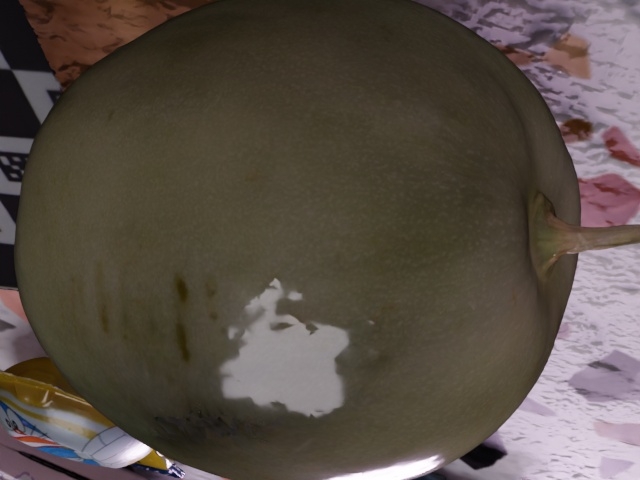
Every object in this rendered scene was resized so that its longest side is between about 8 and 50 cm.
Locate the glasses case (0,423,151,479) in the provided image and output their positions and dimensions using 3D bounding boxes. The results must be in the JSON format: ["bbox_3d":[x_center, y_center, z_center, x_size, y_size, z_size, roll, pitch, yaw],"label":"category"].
[{"bbox_3d":[-0.246,0.255,1.234,0.296,0.075,0.113,25,148,-12],"label":"glasses case"}]

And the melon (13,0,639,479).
[{"bbox_3d":[-0.012,0.001,0.624,0.271,0.272,0.308,37,148,-25],"label":"melon"}]

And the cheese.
[{"bbox_3d":[-0.200,0.165,1.094,0.176,0.069,0.270,10,159,21],"label":"cheese"}]

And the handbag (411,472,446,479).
[{"bbox_3d":[0.074,0.245,1.098,0.221,0.057,0.144,23,141,-7],"label":"handbag"}]

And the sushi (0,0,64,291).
[{"bbox_3d":[-0.295,-0.086,0.797,0.359,0.064,0.343,6,148,15],"label":"sushi"}]
